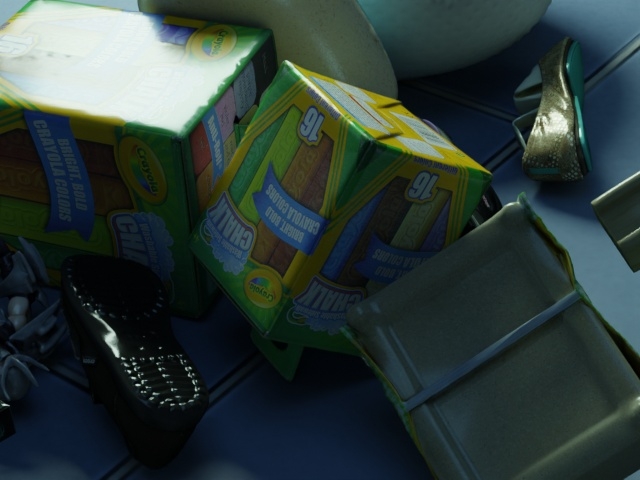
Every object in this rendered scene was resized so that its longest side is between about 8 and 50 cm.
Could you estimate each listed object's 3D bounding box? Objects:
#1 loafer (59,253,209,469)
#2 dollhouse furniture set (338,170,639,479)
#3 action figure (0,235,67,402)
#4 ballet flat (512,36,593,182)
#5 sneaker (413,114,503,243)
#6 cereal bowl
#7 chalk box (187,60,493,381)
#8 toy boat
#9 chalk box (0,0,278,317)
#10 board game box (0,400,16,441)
[{"bbox_3d":[-0.149,0.086,1.168,0.080,0.078,0.220,6,29,-25],"label":"loafer"},{"bbox_3d":[0.199,0.071,1.117,0.301,0.151,0.197,-33,63,6],"label":"dollhouse furniture set"},{"bbox_3d":[-0.315,0.048,1.223,0.285,0.099,0.185,29,37,30],"label":"action figure"},{"bbox_3d":[0.206,-0.121,1.442,0.067,0.073,0.206,-10,31,14],"label":"ballet flat"},{"bbox_3d":[0.112,-0.006,1.261,0.124,0.107,0.283,7,42,-37],"label":"sneaker"},{"bbox_3d":[0.070,-0.255,1.568,0.339,0.141,0.339,-2,35,1],"label":"cereal bowl"},{"bbox_3d":[0.000,0.000,1.182,0.132,0.213,0.132,15,20,-42],"label":"chalk box"},{"bbox_3d":[-0.095,-0.174,1.422,0.318,0.267,0.148,-19,30,36],"label":"toy boat"},{"bbox_3d":[-0.137,-0.067,1.296,0.289,0.180,0.179,11,38,20],"label":"chalk box"},{"bbox_3d":[-0.306,0.136,1.015,0.186,0.026,0.126,-29,35,-35],"label":"board game box"}]
